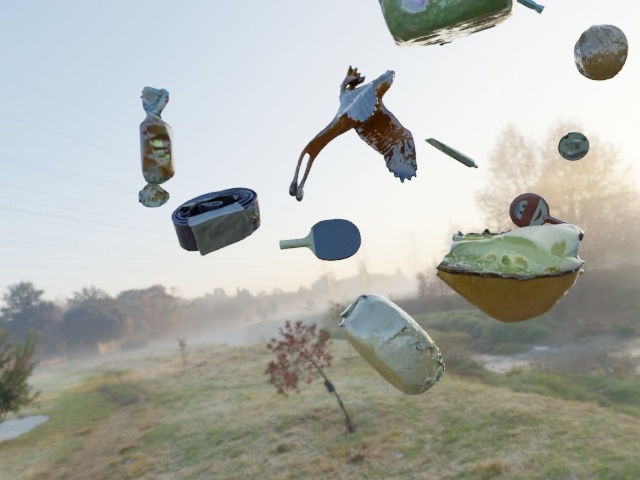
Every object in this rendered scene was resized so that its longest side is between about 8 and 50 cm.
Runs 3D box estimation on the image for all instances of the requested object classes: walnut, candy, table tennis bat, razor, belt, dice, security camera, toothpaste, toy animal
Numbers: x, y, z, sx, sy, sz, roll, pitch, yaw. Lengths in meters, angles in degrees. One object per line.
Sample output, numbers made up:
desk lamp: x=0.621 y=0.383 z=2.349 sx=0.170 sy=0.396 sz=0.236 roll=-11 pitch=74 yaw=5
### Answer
walnut: x=0.586 y=-0.390 z=1.082 sx=0.105 sy=0.124 sz=0.105 roll=-15 pitch=-16 yaw=-4
candy: x=-0.238 y=-0.139 z=0.751 sx=0.053 sy=0.182 sz=0.046 roll=-1 pitch=-3 yaw=-11
table tennis bat: x=0.579 y=-0.067 z=1.373 sx=0.154 sy=0.098 sz=0.019 roll=25 pitch=16 yaw=19
razor: x=0.574 y=-0.750 z=1.567 sx=0.106 sy=0.232 sz=0.068 roll=-46 pitch=-18 yaw=-21
belt: x=-0.269 y=-0.064 z=1.358 sx=0.230 sy=0.139 sz=0.126 roll=-20 pitch=-48 yaw=-19
dice: x=0.312 y=-0.689 z=1.328 sx=0.330 sy=0.318 sz=0.322 roll=-10 pitch=10 yaw=23
security camera: x=0.484 y=-0.184 z=1.004 sx=0.058 sy=0.058 sz=0.092 roll=-13 pitch=5 yaw=20
toothpaste: x=0.392 y=-0.257 z=1.532 sx=0.197 sy=0.029 sz=0.048 roll=23 pitch=-4 yaw=-23
toy animal: x=0.060 y=-0.262 z=1.215 sx=0.284 sy=0.302 sz=0.225 roll=-19 pitch=-37 yaw=30
table tennis bat: x=0.000 y=0.000 z=0.980 sx=0.156 sy=0.087 sz=0.013 roll=-6 pitch=-23 yaw=-1

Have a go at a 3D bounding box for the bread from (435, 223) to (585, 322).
bread: x=0.362 y=0.066 z=0.990 sx=0.262 sy=0.163 sz=0.204 roll=-2 pitch=20 yaw=30

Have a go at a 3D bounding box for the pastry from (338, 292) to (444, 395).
pastry: x=0.164 y=0.237 z=1.191 sx=0.133 sy=0.265 sz=0.265 roll=-44 pitch=-3 yaw=-8
